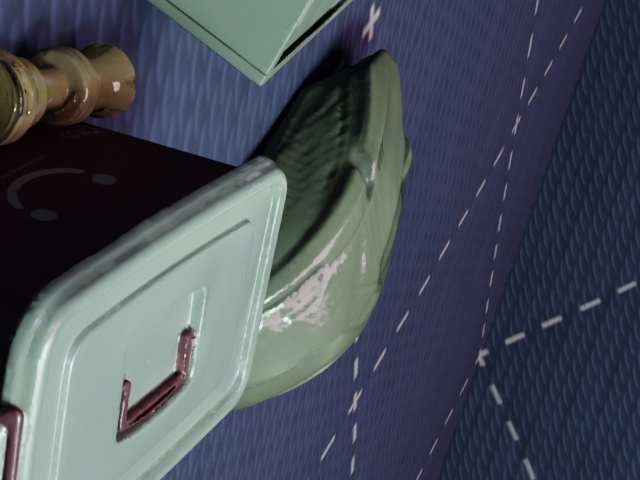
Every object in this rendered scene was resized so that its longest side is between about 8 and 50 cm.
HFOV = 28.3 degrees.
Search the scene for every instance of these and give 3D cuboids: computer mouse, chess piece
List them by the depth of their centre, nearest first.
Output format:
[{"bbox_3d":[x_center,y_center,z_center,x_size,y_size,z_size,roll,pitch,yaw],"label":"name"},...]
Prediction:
[{"bbox_3d":[-0.161,-0.092,0.768,0.172,0.060,0.060,-30,137,-69],"label":"chess piece"},{"bbox_3d":[0.004,-0.001,1.234,0.429,0.146,0.228,-59,157,-33],"label":"computer mouse"}]

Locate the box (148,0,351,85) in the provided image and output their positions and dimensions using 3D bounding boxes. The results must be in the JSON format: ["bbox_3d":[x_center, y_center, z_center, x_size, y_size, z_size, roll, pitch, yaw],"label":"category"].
[{"bbox_3d":[0.008,-0.264,0.877,0.225,0.117,0.225,-54,178,41],"label":"box"}]

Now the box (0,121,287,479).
[{"bbox_3d":[-0.158,0.047,0.745,0.294,0.168,0.193,-38,143,-59],"label":"box"}]
